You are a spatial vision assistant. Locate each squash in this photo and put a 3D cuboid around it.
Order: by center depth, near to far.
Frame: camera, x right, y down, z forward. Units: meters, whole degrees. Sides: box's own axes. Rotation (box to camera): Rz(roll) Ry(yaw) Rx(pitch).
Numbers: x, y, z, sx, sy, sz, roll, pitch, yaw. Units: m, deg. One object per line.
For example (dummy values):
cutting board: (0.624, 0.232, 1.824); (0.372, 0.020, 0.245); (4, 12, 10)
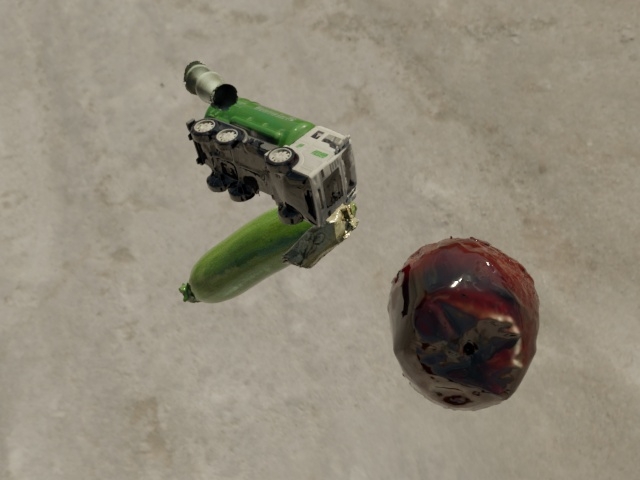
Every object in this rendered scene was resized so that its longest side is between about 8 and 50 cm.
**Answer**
squash: (-0.110, 0.019, 1.239); (0.395, 0.107, 0.107); (-29, 53, 28)

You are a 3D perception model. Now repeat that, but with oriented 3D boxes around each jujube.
jujube: (0.220, 0.122, 1.097); (0.258, 0.376, 0.258); (0, 90, 16)

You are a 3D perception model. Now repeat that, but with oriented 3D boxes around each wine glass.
wine glass: (-0.122, -0.171, 0.782); (0.039, 0.042, 0.083); (-16, 31, -23)

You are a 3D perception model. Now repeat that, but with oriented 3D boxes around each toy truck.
toy truck: (-0.065, -0.113, 0.908); (0.242, 0.101, 0.125); (26, 54, 33)

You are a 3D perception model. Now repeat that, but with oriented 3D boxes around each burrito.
burrito: (0.000, 0.000, 0.943); (0.041, 0.055, 0.149); (23, 47, 28)
